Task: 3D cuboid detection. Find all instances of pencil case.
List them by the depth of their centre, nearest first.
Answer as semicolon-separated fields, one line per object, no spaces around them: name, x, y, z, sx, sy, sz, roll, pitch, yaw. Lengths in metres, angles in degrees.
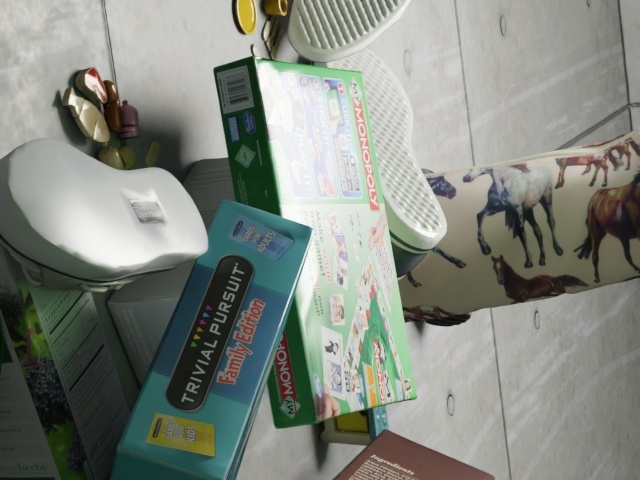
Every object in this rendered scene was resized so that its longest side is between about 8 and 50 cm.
pencil case;0.227;-0.025;2.037;0.160;0.410;0.184;-55;130;-60

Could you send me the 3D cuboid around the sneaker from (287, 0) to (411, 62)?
sneaker;0.049;-0.264;2.022;0.282;0.102;0.161;-50;176;-30

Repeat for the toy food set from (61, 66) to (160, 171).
toy food set;-0.179;-0.099;1.566;0.122;0.019;0.078;56;36;-38

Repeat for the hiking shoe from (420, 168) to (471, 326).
hiking shoe;0.131;-0.007;2.256;0.114;0.086;0.227;-87;167;-52

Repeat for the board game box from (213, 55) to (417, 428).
board game box;0.000;0.000;1.676;0.213;0.046;0.317;-2;81;-64

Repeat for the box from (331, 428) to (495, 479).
box;0.033;0.344;1.785;0.381;0.143;0.191;-36;144;-66

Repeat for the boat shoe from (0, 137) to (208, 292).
boat shoe;-0.166;-0.007;1.243;0.096;0.088;0.267;63;16;6

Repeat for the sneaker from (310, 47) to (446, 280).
sneaker;0.031;-0.081;1.963;0.126;0.127;0.321;22;36;-30

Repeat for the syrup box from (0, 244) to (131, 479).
syrup box;-0.220;0.068;1.336;0.096;0.093;0.237;-58;139;-54

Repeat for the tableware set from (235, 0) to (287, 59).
tableware set;-0.061;-0.202;1.864;0.154;0.024;0.104;-72;149;-42

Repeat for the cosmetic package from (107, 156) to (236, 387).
cosmetic package;-0.089;0.034;1.659;0.238;0.107;0.127;-58;138;-51

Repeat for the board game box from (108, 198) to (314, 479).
board game box;-0.106;0.174;1.418;0.254;0.079;0.336;-71;179;-45

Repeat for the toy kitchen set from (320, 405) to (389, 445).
toy kitchen set;0.024;0.148;1.887;0.207;0.122;0.166;-28;113;-66

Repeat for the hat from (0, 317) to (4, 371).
hat;-0.223;0.107;1.146;0.173;0.183;0.208;41;68;-42
